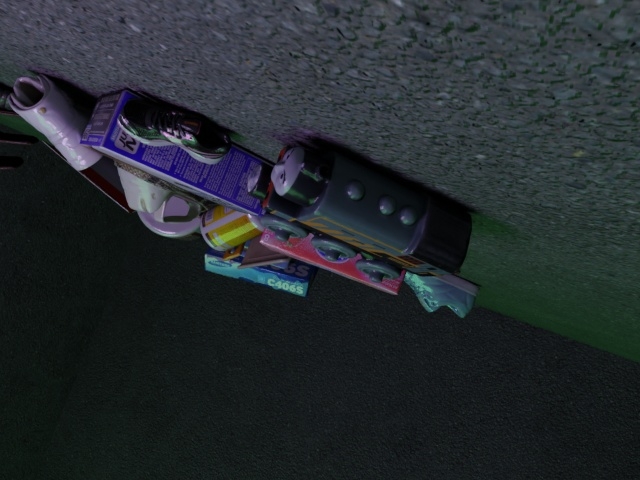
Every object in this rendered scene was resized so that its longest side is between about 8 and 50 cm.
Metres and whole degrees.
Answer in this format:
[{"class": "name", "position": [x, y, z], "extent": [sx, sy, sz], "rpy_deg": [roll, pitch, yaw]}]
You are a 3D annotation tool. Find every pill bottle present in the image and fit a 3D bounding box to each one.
[{"class": "pill bottle", "position": [-0.456, -0.113, 1.721], "extent": [0.224, 0.224, 0.392], "rpy_deg": [21, 176, -4]}, {"class": "pill bottle", "position": [-0.194, -0.059, 1.315], "extent": [0.215, 0.117, 0.117], "rpy_deg": [-22, 153, 28]}]

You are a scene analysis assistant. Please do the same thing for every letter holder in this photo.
[{"class": "letter holder", "position": [-0.854, -0.285, 1.431], "extent": [0.214, 0.152, 0.302], "rpy_deg": [1, -167, -28]}]

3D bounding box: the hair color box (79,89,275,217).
[{"class": "hair color box", "position": [-0.244, -0.148, 0.957], "extent": [0.339, 0.110, 0.185], "rpy_deg": [25, 175, -35]}]

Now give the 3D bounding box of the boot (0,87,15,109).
[{"class": "boot", "position": [-0.848, -0.368, 1.329], "extent": [0.161, 0.083, 0.246], "rpy_deg": [16, -178, -41]}]

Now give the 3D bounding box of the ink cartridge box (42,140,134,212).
[{"class": "ink cartridge box", "position": [-0.688, -0.222, 1.651], "extent": [0.308, 0.091, 0.385], "rpy_deg": [42, 173, -13]}]

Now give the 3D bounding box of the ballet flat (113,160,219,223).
[{"class": "ballet flat", "position": [-0.366, -0.130, 1.258], "extent": [0.164, 0.182, 0.483], "rpy_deg": [28, 179, 19]}]

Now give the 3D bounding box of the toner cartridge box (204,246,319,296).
[{"class": "toner cartridge box", "position": [-0.185, 0.066, 1.693], "extent": [0.348, 0.075, 0.165], "rpy_deg": [14, -143, 7]}]

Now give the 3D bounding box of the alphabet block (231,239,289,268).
[{"class": "alphabet block", "position": [-0.162, -0.029, 1.524], "extent": [0.193, 0.192, 0.197], "rpy_deg": [19, 177, -3]}]

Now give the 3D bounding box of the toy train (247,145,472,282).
[{"class": "toy train", "position": [0.060, -0.038, 0.765], "extent": [0.334, 0.142, 0.190], "rpy_deg": [24, 163, -23]}]

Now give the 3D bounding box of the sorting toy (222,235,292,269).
[{"class": "sorting toy", "position": [-0.107, -0.003, 1.312], "extent": [0.348, 0.196, 0.047], "rpy_deg": [-10, 134, 40]}]

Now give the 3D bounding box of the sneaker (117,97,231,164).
[{"class": "sneaker", "position": [-0.216, -0.178, 0.799], "extent": [0.178, 0.072, 0.077], "rpy_deg": [14, 169, -32]}]

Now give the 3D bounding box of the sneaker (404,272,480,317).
[{"class": "sneaker", "position": [0.372, 0.167, 1.787], "extent": [0.366, 0.150, 0.135], "rpy_deg": [21, 175, -5]}]

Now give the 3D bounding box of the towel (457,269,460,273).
[{"class": "towel", "position": [0.263, 0.040, 1.497], "extent": [0.199, 0.031, 0.275], "rpy_deg": [15, 175, 42]}]

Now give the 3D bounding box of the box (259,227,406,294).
[{"class": "box", "position": [0.044, -0.005, 1.083], "extent": [0.300, 0.154, 0.142], "rpy_deg": [21, 176, 7]}]

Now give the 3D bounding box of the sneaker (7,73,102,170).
[{"class": "sneaker", "position": [-0.520, -0.262, 1.018], "extent": [0.292, 0.108, 0.169], "rpy_deg": [39, 167, 50]}]
